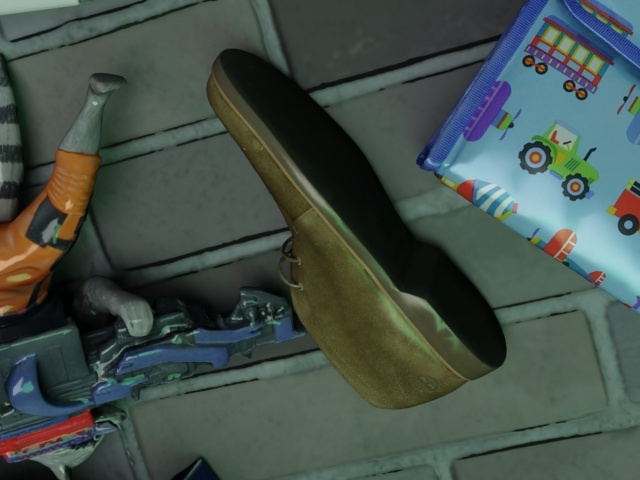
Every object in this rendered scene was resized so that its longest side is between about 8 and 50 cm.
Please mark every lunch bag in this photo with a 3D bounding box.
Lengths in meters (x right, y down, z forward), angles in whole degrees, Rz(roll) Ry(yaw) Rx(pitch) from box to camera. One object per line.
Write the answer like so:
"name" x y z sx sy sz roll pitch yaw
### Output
"lunch bag" 0.236 -0.112 0.849 0.221 0.138 0.293 33 95 0

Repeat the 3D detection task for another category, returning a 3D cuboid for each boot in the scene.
"boot" 0.000 0.000 0.932 0.115 0.112 0.305 -34 98 29

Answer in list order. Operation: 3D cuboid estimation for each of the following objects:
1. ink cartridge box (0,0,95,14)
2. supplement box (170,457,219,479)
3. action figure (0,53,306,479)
"ink cartridge box" -0.294 -0.259 0.913 0.278 0.117 0.201 -4 104 14
"supplement box" -0.084 0.394 1.006 0.194 0.195 0.356 -35 95 19
"action figure" -0.195 0.029 0.983 0.341 0.178 0.330 -8 112 -16
